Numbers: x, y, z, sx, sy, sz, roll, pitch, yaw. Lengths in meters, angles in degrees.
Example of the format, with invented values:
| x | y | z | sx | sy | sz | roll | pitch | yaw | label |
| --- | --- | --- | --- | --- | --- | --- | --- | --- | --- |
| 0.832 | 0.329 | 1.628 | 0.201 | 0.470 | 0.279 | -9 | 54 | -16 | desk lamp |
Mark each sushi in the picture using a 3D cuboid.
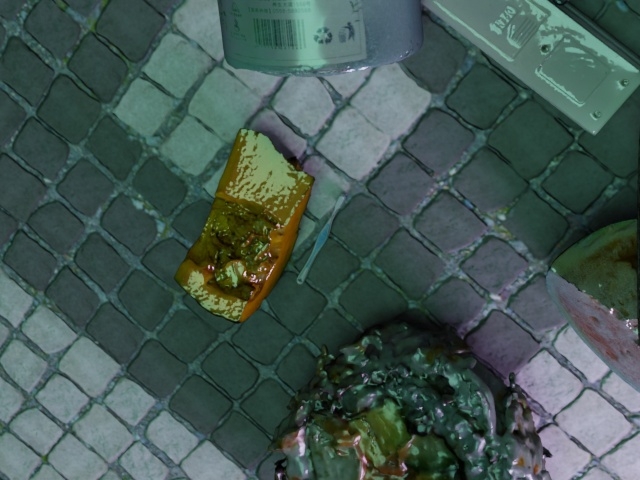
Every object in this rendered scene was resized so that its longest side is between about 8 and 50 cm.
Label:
| x | y | z | sx | sy | sz | roll | pitch | yaw | label |
| --- | --- | --- | --- | --- | --- | --- | --- | --- | --- |
| 0.132 | 0.295 | 1.891 | 0.417 | 0.176 | 0.418 | 11 | 118 | 22 | sushi |

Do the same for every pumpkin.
| x | y | z | sx | sy | sz | roll | pitch | yaw | label |
| --- | --- | --- | --- | --- | --- | --- | --- | --- | --- |
| -0.096 | -0.021 | 1.860 | 0.131 | 0.126 | 0.248 | 32 | 101 | 11 | pumpkin |

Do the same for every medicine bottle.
| x | y | z | sx | sy | sz | roll | pitch | yaw | label |
| --- | --- | --- | --- | --- | --- | --- | --- | --- | --- |
| -0.007 | -0.359 | 1.596 | 0.244 | 0.245 | 0.290 | 3 | 113 | 18 | medicine bottle |

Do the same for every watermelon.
| x | y | z | sx | sy | sz | roll | pitch | yaw | label |
| --- | --- | --- | --- | --- | --- | --- | --- | --- | --- |
| 0.446 | 0.089 | 1.719 | 0.322 | 0.188 | 0.175 | 40 | 76 | 6 | watermelon |

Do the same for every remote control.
| x | y | z | sx | sy | sz | roll | pitch | yaw | label |
| --- | --- | --- | --- | --- | --- | --- | --- | --- | --- |
| 0.258 | -0.253 | 1.659 | 0.277 | 0.055 | 0.103 | 37 | 120 | -2 | remote control |

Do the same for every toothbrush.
| x | y | z | sx | sy | sz | roll | pitch | yaw | label |
| --- | --- | --- | --- | --- | --- | --- | --- | --- | --- |
| 0.000 | 0.000 | 1.886 | 0.014 | 0.017 | 0.162 | 33 | 120 | 9 | toothbrush |

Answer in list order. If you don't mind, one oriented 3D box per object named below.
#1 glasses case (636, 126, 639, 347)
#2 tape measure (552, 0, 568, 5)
| x | y | z | sx | sy | sz | roll | pitch | yaw | label |
| --- | --- | --- | --- | --- | --- | --- | --- | --- | --- |
| 0.440 | -0.010 | 1.600 | 0.137 | 0.085 | 0.355 | 3 | 78 | 0 | glasses case |
| 0.333 | -0.433 | 1.522 | 0.215 | 0.098 | 0.351 | 37 | 123 | 2 | tape measure |
